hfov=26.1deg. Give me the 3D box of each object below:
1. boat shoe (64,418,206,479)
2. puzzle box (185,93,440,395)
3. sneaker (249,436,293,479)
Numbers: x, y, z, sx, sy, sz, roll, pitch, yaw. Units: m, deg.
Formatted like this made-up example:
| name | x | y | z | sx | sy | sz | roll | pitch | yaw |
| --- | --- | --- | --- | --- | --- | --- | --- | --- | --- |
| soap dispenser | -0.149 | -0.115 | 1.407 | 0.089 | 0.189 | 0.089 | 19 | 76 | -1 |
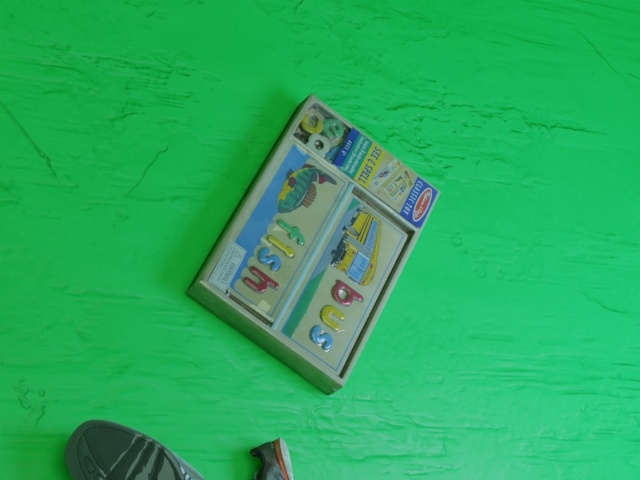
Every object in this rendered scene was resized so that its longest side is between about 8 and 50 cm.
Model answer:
| name | x | y | z | sx | sy | sz | roll | pitch | yaw |
| --- | --- | --- | --- | --- | --- | --- | --- | --- | --- |
| boat shoe | -0.198 | 0.347 | 1.825 | 0.320 | 0.103 | 0.118 | 32 | 76 | -8 |
| puzzle box | 0.000 | 0.000 | 2.108 | 0.272 | 0.052 | 0.409 | 36 | 56 | -12 |
| sneaker | -0.064 | 0.357 | 1.923 | 0.065 | 0.061 | 0.158 | -10 | 72 | -5 |
